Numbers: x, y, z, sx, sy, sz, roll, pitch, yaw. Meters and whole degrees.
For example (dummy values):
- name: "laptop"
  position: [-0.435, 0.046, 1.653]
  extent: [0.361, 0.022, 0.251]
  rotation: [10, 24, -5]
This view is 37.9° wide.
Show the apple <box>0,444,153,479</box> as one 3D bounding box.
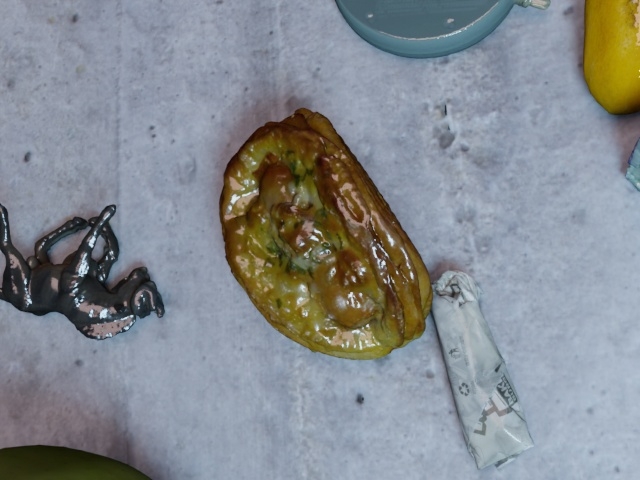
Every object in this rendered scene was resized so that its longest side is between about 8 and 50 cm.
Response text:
- name: "apple"
  position: [-0.264, 0.346, 0.820]
  extent: [0.357, 0.357, 0.358]
  rotation: [-3, 74, 11]

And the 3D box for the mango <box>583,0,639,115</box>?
- name: "mango"
  position: [0.345, -0.234, 0.973]
  extent: [0.144, 0.112, 0.219]
  rotation: [18, 91, 16]

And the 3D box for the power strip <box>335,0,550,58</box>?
- name: "power strip"
  position: [0.132, -0.288, 1.058]
  extent: [0.253, 0.054, 0.168]
  rotation: [2, 78, 13]

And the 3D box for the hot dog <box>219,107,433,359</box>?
- name: "hot dog"
  position: [0.000, 0.000, 0.960]
  extent: [0.196, 0.122, 0.272]
  rotation: [-43, 67, 34]

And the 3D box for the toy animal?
- name: "toy animal"
  position: [-0.289, 0.036, 1.041]
  extent: [0.232, 0.084, 0.148]
  rotation: [2, 76, 9]

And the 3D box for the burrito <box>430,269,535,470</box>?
- name: "burrito"
  position: [0.157, 0.127, 0.935]
  extent: [0.064, 0.064, 0.203]
  rotation: [-17, 73, 7]

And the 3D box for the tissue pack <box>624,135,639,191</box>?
- name: "tissue pack"
  position: [0.454, -0.121, 0.894]
  extent: [0.198, 0.146, 0.263]
  rotation: [39, 86, 19]
